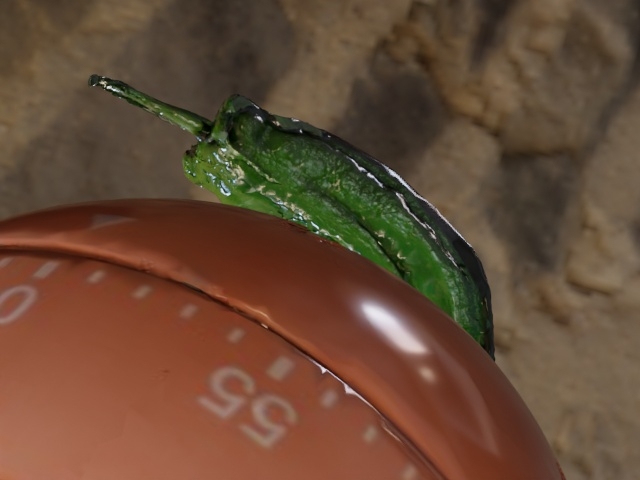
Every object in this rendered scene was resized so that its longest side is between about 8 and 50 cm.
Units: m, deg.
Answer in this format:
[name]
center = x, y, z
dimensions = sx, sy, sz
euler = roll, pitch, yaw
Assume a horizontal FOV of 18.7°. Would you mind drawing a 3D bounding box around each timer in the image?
[timer]
center = -0.048, 0.107, 0.471
dimensions = 0.215, 0.229, 0.230
euler = -55, -28, -51

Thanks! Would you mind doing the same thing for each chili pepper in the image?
[chili pepper]
center = 0.000, 0.000, 1.045
dimensions = 0.122, 0.279, 0.065
euler = -35, -14, -47
